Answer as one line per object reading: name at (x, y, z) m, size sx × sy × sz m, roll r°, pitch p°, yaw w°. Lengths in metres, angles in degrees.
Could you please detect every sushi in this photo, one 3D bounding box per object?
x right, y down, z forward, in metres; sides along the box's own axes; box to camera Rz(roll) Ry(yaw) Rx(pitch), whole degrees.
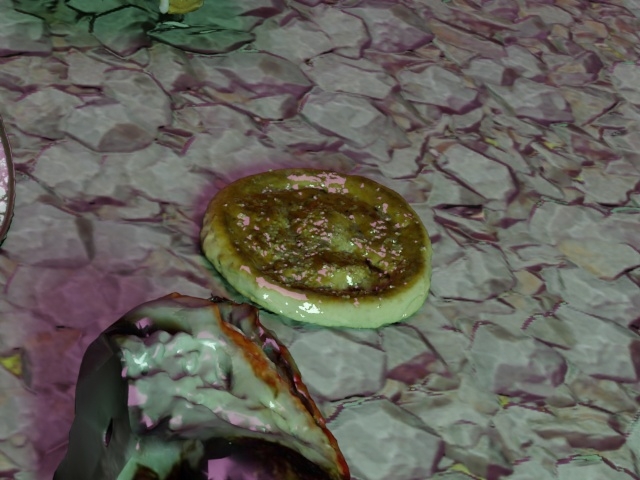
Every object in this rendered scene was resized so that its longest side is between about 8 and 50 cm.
sushi at (-0.046, 0.151, 0.871) m, size 0.130 × 0.124 × 0.332 m, roll 6°, pitch 35°, yaw -32°

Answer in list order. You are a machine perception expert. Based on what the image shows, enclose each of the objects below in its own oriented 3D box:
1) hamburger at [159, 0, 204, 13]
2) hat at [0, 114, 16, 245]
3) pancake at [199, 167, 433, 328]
hamburger at (-0.134, -0.305, 1.314) m, size 0.211 × 0.260 × 0.245 m, roll -4°, pitch 49°, yaw -21°
hat at (-0.279, -0.053, 1.083) m, size 0.193 × 0.082 × 0.193 m, roll 36°, pitch 42°, yaw -40°
pancake at (0.000, 0.000, 1.164) m, size 0.158 × 0.028 × 0.158 m, roll 10°, pitch 39°, yaw -8°
